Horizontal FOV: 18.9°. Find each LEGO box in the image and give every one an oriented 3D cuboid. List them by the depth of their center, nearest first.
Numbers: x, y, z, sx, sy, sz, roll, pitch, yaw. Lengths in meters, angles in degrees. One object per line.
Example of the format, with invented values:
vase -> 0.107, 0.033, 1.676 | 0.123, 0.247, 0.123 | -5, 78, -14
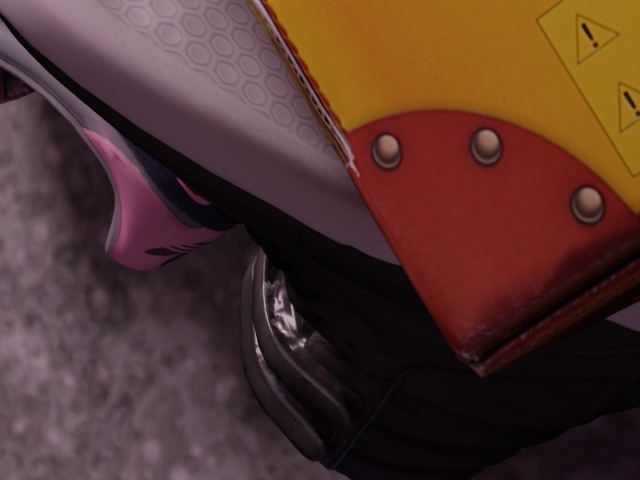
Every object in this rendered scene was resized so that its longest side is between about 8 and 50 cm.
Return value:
LEGO box -> 0.152, -0.259, 0.383 | 0.500, 0.193, 0.372 | -36, 80, 35

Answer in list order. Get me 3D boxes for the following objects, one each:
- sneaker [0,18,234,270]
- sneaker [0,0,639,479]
sneaker -> -0.125, -0.124, 0.691 | 0.319, 0.112, 0.131 | 46, 110, 20
sneaker -> 0.000, 0.000, 0.549 | 0.147, 0.295, 0.104 | -34, 48, 35
